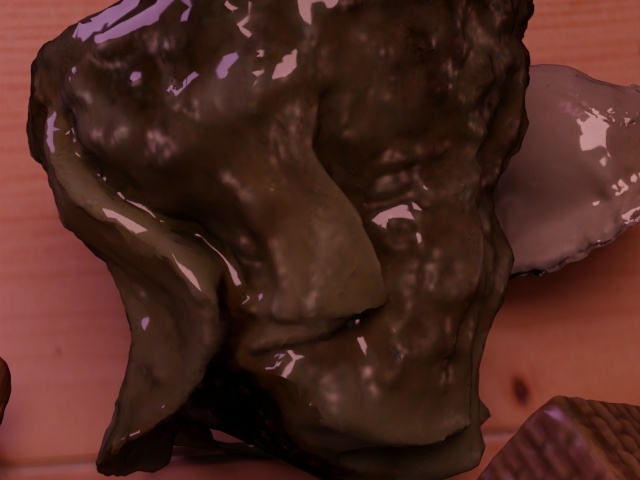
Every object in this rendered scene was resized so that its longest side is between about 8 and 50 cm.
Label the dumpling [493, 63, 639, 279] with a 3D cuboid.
[{"bbox_3d":[0.165,-0.040,1.205,0.247,0.142,0.172,4,54,41],"label":"dumpling"}]

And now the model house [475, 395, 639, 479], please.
[{"bbox_3d":[0.129,0.261,0.884,0.321,0.266,0.261,-27,52,-11],"label":"model house"}]

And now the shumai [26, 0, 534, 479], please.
[{"bbox_3d":[0.000,0.000,1.064,0.395,0.395,0.348,-12,80,-12],"label":"shumai"}]

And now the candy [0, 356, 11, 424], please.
[{"bbox_3d":[-0.353,0.133,1.071,0.271,0.101,0.143,3,49,5],"label":"candy"}]
